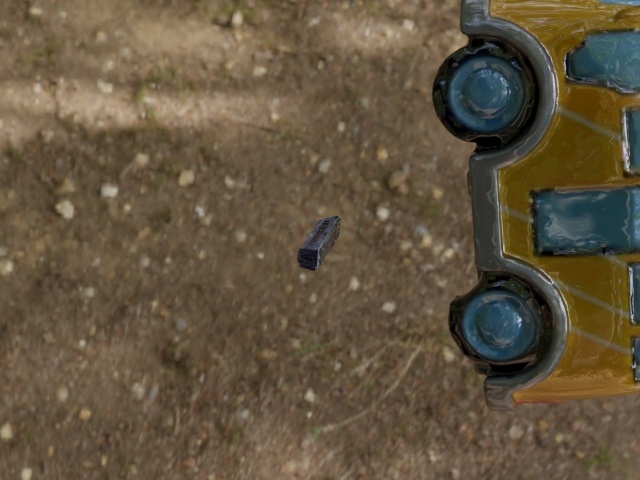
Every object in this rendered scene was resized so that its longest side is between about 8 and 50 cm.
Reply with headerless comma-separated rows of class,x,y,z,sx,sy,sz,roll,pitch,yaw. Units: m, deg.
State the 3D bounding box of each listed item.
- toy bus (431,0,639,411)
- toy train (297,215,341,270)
toy bus,0.132,-0.028,0.571,0.136,0.209,0.126,-2,12,17
toy train,0.000,0.000,0.871,0.017,0.017,0.083,5,19,11
